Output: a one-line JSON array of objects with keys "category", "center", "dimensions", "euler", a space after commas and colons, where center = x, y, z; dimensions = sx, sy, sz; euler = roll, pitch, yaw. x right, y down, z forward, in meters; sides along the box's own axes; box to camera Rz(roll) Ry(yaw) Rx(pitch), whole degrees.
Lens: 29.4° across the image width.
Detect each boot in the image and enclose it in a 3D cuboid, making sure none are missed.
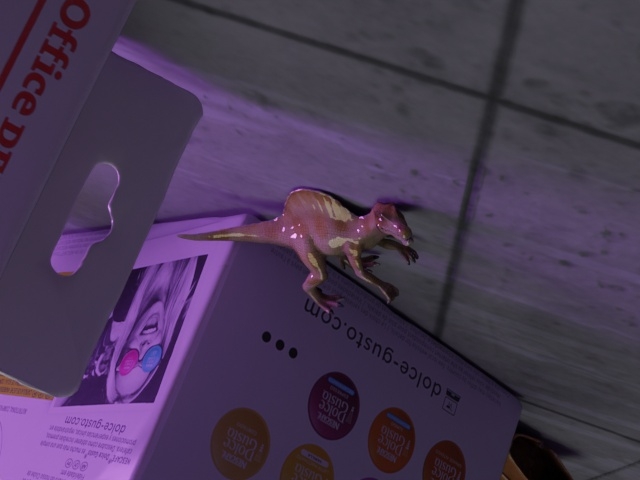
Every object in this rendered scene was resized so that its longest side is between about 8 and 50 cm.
[{"category": "boot", "center": [0.197, 0.240, 1.195], "dimensions": [0.197, 0.073, 0.152], "euler": [29, 156, -27]}]

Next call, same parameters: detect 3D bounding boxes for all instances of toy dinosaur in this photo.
[{"category": "toy dinosaur", "center": [0.000, 0.000, 0.820], "dimensions": [0.183, 0.053, 0.093], "euler": [-4, 134, 37]}]

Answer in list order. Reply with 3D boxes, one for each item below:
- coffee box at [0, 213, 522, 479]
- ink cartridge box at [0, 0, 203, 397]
[{"category": "coffee box", "center": [-0.098, 0.210, 1.023], "dimensions": [0.337, 0.334, 0.338], "euler": [35, 157, -33]}, {"category": "ink cartridge box", "center": [-0.224, -0.081, 0.576], "dimensions": [0.353, 0.207, 0.119], "euler": [28, 161, -19]}]
